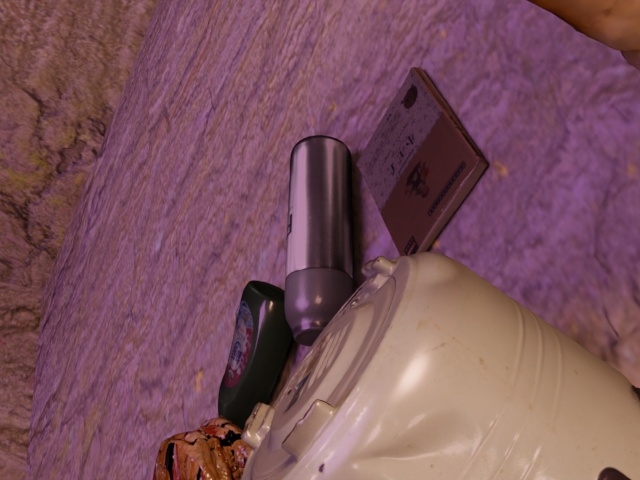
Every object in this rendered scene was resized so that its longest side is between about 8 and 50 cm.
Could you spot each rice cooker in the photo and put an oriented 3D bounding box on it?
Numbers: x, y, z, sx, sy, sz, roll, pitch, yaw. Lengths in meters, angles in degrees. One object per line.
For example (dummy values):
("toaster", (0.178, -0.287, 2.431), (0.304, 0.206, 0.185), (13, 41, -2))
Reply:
("rice cooker", (0.085, 0.145, 0.478), (0.226, 0.244, 0.226), (-56, 8, 12))

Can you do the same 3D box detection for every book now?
("book", (0.099, -0.083, 0.819), (0.139, 0.016, 0.199), (-59, 30, 29))

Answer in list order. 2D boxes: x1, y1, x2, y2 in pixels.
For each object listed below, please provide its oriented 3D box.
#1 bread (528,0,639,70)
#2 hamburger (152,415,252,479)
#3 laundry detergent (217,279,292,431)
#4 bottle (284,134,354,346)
("bread", (0.177, -0.279, 0.377), (0.279, 0.370, 0.390), (-52, 35, 39))
("hamburger", (-0.137, 0.329, 0.929), (0.230, 0.106, 0.231), (1, 91, 49))
("laundry detergent", (-0.093, 0.164, 1.017), (0.137, 0.062, 0.211), (31, 106, 65))
("bottle", (0.000, 0.000, 0.907), (0.096, 0.079, 0.254), (74, -166, -60))
